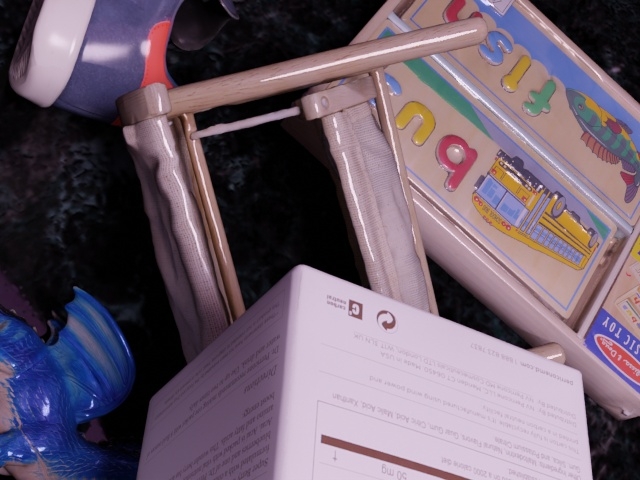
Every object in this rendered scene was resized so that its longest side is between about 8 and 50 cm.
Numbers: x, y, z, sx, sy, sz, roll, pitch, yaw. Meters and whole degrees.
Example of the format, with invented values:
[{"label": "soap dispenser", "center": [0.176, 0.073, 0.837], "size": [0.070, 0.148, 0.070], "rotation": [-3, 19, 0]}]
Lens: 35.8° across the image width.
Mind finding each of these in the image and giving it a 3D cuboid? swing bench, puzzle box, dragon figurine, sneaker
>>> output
[{"label": "swing bench", "center": [0.000, 0.000, 0.695], "size": [0.255, 0.165, 0.253], "rotation": [-17, 98, -23]}, {"label": "puzzle box", "center": [0.193, -0.067, 0.911], "size": [0.409, 0.052, 0.272], "rotation": [40, 60, -6]}, {"label": "dragon figurine", "center": [-0.180, 0.086, 0.658], "size": [0.144, 0.085, 0.289], "rotation": [-21, 85, -32]}, {"label": "sneaker", "center": [-0.129, -0.242, 0.795], "size": [0.148, 0.131, 0.350], "rotation": [21, 69, -24]}]

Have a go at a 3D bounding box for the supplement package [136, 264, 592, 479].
[{"label": "supplement package", "center": [0.011, 0.196, 0.451], "size": [0.175, 0.177, 0.293], "rotation": [22, 51, -23]}]
